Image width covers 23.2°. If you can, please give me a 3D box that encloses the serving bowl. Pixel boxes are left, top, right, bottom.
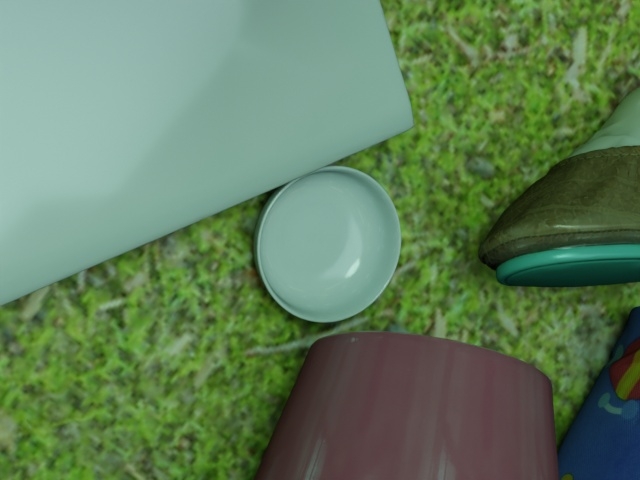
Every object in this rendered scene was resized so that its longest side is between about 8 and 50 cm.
[{"bbox_3d":[0.000,0.000,0.825,0.083,0.027,0.083,-5,102,-24],"label":"serving bowl"}]

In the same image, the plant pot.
[{"bbox_3d":[0.041,0.149,0.787,0.201,0.201,0.180,19,71,-26],"label":"plant pot"}]

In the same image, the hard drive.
[{"bbox_3d":[-0.145,-0.097,0.730,0.353,0.047,0.233,-24,108,-18],"label":"hard drive"}]

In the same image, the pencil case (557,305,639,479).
[{"bbox_3d":[0.173,0.186,0.891,0.133,0.119,0.306,32,85,-47],"label":"pencil case"}]

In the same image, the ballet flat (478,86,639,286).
[{"bbox_3d":[0.235,-0.028,0.893,0.342,0.116,0.124,4,78,-26],"label":"ballet flat"}]
